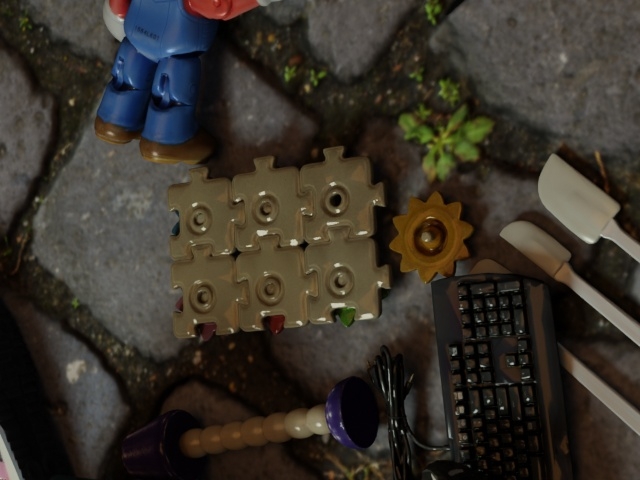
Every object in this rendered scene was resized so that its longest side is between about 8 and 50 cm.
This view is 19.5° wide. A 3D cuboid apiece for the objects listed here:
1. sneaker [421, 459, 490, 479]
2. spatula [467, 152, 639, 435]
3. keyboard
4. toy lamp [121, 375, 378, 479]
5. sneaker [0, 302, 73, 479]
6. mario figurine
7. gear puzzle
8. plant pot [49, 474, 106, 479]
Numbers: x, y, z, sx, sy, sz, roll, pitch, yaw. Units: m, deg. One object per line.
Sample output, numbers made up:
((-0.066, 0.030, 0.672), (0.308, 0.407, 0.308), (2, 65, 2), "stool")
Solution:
((0.141, 0.326, 1.648), (0.108, 0.100, 0.271), (-25, 82, 30), "sneaker")
((0.249, 0.058, 1.671), (0.242, 0.019, 0.168), (42, 105, 25), "spatula")
((0.134, 0.191, 1.714), (0.202, 0.033, 0.317), (-7, 88, 33), "keyboard")
((-0.076, 0.193, 1.838), (0.275, 0.080, 0.080), (-12, 81, 32), "toy lamp")
((-0.366, 0.203, 2.003), (0.131, 0.112, 0.319), (-29, 72, 26), "sneaker")
((-0.121, -0.244, 1.883), (0.198, 0.170, 0.320), (13, 109, -3), "mario figurine")
((0.000, 0.000, 1.821), (0.339, 0.044, 0.175), (-7, 83, 30), "gear puzzle")
((-0.202, 0.313, 1.821), (0.234, 0.166, 0.165), (-158, 77, -73), "plant pot")
